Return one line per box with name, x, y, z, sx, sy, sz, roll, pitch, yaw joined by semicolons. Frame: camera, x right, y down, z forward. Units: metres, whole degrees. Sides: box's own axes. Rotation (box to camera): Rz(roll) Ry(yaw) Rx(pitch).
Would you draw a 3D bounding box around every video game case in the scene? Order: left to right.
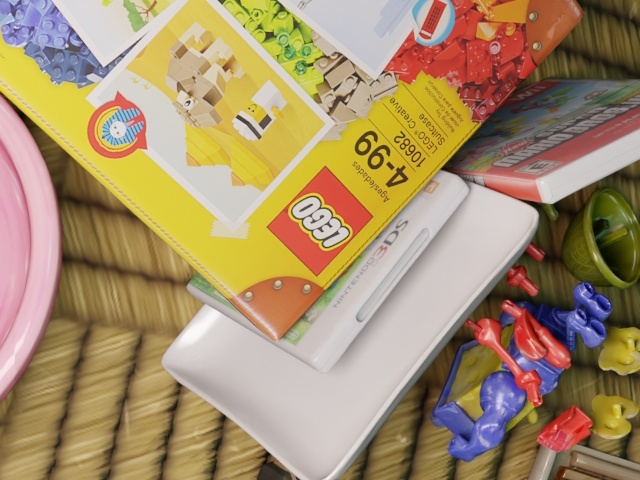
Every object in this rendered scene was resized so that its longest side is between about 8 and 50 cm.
video game case;0.000;0.000;1.222;0.193;0.212;0.023;-51;126;-10
video game case;0.199;-0.093;1.257;0.204;0.285;0.025;-26;106;-19

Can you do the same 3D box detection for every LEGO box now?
LEGO box;-0.096;-0.230;1.090;0.372;0.193;0.500;-47;123;-3

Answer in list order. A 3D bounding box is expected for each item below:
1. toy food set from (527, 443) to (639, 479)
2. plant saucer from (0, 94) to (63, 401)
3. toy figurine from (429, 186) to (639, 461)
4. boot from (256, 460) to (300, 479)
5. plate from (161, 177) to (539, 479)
toy food set;0.314;0.341;1.470;0.306;0.092;0.219;20;88;-25
plant saucer;-0.353;0.014;1.074;0.332;0.084;0.332;0;77;1
toy figurine;0.166;0.086;1.357;0.191;0.217;0.362;38;36;-9
boot;0.019;0.274;1.349;0.137;0.077;0.198;-21;118;-25
plate;0.023;0.053;1.205;0.277;0.278;0.045;-50;126;-9
